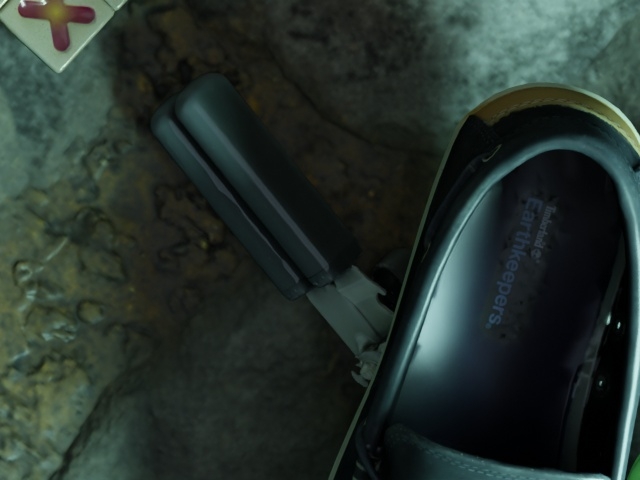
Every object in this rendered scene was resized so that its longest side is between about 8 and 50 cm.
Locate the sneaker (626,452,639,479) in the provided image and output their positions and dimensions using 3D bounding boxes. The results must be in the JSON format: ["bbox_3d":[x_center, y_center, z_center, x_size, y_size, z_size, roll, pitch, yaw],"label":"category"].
[{"bbox_3d":[0.297,0.325,1.208,0.185,0.202,0.483,1,106,14],"label":"sneaker"}]

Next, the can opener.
[{"bbox_3d":[0.000,0.000,1.217,0.280,0.074,0.093,47,55,-10],"label":"can opener"}]

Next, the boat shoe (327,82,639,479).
[{"bbox_3d":[0.099,0.149,1.109,0.186,0.156,0.500,13,96,0],"label":"boat shoe"}]

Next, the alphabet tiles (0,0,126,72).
[{"bbox_3d":[-0.236,-0.285,1.144,0.342,0.011,0.285,44,80,-17],"label":"alphabet tiles"}]
